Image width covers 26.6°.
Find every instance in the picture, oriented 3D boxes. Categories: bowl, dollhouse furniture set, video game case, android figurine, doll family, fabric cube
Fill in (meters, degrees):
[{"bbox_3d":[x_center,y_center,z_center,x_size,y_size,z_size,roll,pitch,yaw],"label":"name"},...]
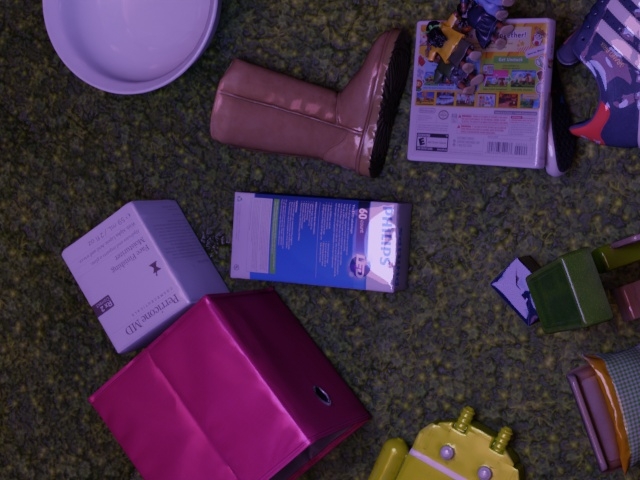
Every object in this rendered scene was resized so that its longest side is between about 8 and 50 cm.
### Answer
[{"bbox_3d":[-0.266,-0.368,2.081,0.298,0.134,0.298,1,92,21],"label":"bowl"},{"bbox_3d":[0.427,0.145,1.787,0.197,0.151,0.301,-17,84,-14],"label":"dollhouse furniture set"},{"bbox_3d":[0.226,-0.210,1.923,0.227,0.026,0.206,7,94,41],"label":"video game case"},{"bbox_3d":[0.192,0.375,1.976,0.248,0.056,0.273,29,103,17],"label":"android figurine"},{"bbox_3d":[0.200,-0.302,1.885,0.111,0.076,0.193,49,114,35],"label":"doll family"},{"bbox_3d":[-0.127,0.247,1.985,0.259,0.254,0.258,-41,76,17],"label":"fabric cube"}]

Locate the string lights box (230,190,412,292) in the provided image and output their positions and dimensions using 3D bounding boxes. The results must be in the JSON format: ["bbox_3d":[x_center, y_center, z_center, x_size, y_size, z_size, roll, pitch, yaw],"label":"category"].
[{"bbox_3d":[0.000,0.000,2.023,0.260,0.077,0.133,5,94,20],"label":"string lights box"}]

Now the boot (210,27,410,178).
[{"bbox_3d":[-0.019,-0.228,2.019,0.269,0.089,0.236,18,97,20],"label":"boot"}]

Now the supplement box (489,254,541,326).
[{"bbox_3d":[0.295,0.070,1.913,0.056,0.083,0.083,-45,77,16],"label":"supplement box"}]

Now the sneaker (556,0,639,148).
[{"bbox_3d":[0.396,-0.300,1.841,0.148,0.131,0.350,2,92,16],"label":"sneaker"}]

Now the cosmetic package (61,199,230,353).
[{"bbox_3d":[-0.267,0.053,2.082,0.151,0.151,0.183,-35,80,19],"label":"cosmetic package"}]

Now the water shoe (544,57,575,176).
[{"bbox_3d":[0.305,-0.183,1.920,0.080,0.073,0.203,-15,80,38],"label":"water shoe"}]
